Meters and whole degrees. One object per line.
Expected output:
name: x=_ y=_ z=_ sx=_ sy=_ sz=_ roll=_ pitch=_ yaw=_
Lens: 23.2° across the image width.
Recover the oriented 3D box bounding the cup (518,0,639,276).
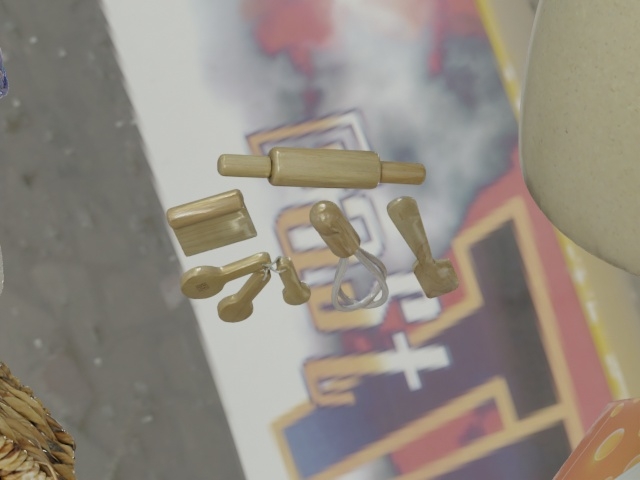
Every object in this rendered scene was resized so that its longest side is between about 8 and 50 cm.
cup: x=0.284 y=-0.161 z=1.015 sx=0.331 sy=0.331 sz=0.237 roll=-81 pitch=163 yaw=-46

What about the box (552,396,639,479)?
box: x=0.284 y=0.237 z=1.130 sx=0.168 sy=0.345 sz=0.215 roll=41 pitch=73 yaw=-4

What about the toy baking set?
toy baking set: x=0.000 y=-0.004 z=1.231 sx=0.196 sy=0.256 sz=0.030 roll=107 pitch=-24 yaw=-50

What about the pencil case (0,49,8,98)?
pencil case: x=-0.427 y=-0.136 z=1.340 sx=0.119 sy=0.306 sz=0.133 roll=70 pitch=3 yaw=-59

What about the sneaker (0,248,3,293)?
sneaker: x=-0.435 y=-0.040 z=1.684 sx=0.094 sy=0.153 sz=0.235 roll=-103 pitch=-172 yaw=-71

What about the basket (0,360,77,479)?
basket: x=-0.271 y=0.162 z=0.832 sx=0.299 sy=0.213 sz=0.223 roll=32 pitch=20 yaw=-28
